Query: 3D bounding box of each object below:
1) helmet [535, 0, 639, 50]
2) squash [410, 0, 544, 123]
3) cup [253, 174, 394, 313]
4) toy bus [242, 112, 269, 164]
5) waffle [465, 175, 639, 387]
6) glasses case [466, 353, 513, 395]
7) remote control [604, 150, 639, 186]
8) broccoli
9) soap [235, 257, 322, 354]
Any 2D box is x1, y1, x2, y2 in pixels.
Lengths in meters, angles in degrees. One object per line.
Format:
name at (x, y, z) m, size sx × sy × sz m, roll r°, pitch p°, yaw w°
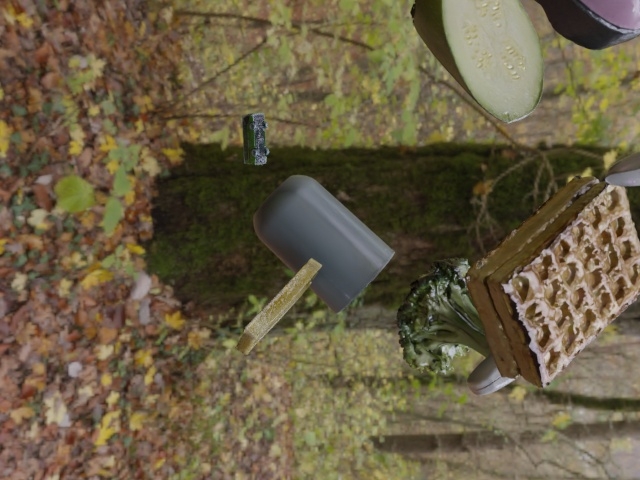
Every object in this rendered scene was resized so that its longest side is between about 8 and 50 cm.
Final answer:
helmet at (0.319, -0.355, 0.852) m, size 0.198 × 0.154 × 0.253 m, roll -33°, pitch 92°, yaw -31°
squash at (0.303, -0.364, 1.295) m, size 0.260 × 0.189 × 0.189 m, roll 56°, pitch 8°, yaw 30°
cup at (0.000, 0.000, 1.733) m, size 0.312 × 0.205 × 0.205 m, roll 43°, pitch 27°, yaw 2°
toy bus at (-0.108, -0.167, 1.184) m, size 0.031 × 0.037 × 0.083 m, roll -15°, pitch 108°, yaw -45°
waffle at (0.372, 0.057, 1.121) m, size 0.308 × 0.091 × 0.213 m, roll -36°, pitch 113°, yaw -26°
glasses case at (0.388, 0.225, 1.421) m, size 0.059 × 0.233 × 0.092 m, roll 55°, pitch -9°, yaw -2°
remote control at (0.481, -0.114, 0.926) m, size 0.073 × 0.229 × 0.044 m, roll 22°, pitch 58°, yaw -50°
broccoli at (0.290, 0.170, 1.555) m, size 0.263 × 0.243 × 0.247 m, roll -36°, pitch 143°, yaw -27°
soap at (-0.089, 0.141, 1.555) m, size 0.252 × 0.037 × 0.092 m, roll -47°, pitch 171°, yaw -39°
